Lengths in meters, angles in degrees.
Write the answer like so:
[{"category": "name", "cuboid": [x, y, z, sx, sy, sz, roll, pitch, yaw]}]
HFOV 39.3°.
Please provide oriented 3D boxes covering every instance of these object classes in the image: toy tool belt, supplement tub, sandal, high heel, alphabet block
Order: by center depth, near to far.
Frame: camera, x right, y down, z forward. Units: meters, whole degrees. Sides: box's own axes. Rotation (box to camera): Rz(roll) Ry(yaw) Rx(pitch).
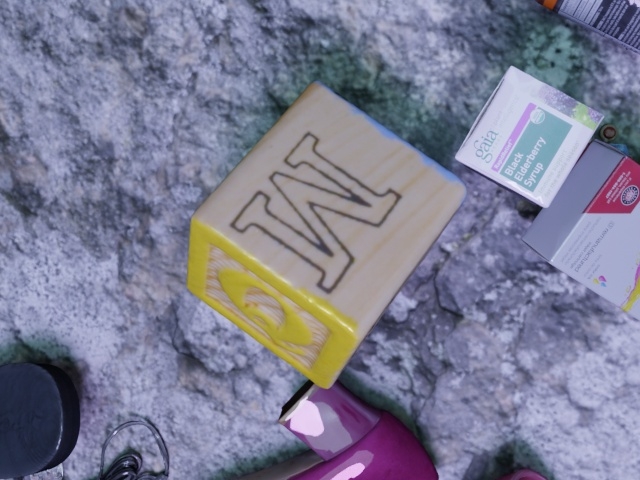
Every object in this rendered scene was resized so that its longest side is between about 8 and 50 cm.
[{"category": "alphabet block", "cuboid": [0.000, 0.000, 0.904, 0.193, 0.192, 0.197, 35, 64, 8]}, {"category": "supplement tub", "cuboid": [0.290, -0.267, 0.909, 0.198, 0.106, 0.106, 30, 99, 7]}, {"category": "toy tool belt", "cuboid": [0.306, -0.083, 0.946, 0.052, 0.051, 0.083, 2, 94, 10]}, {"category": "high heel", "cuboid": [-0.048, 0.330, 1.011, 0.181, 0.127, 0.377, 42, 105, -2]}, {"category": "sandal", "cuboid": [-0.496, 0.235, 1.068, 0.446, 0.107, 0.167, -19, 76, 19]}]

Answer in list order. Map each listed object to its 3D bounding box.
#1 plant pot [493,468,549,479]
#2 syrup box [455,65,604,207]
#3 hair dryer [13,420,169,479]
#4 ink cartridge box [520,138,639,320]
[{"category": "plant pot", "cuboid": [0.177, 0.366, 0.942, 0.180, 0.201, 0.201, -31, 88, 26]}, {"category": "syrup box", "cuboid": [0.198, -0.093, 0.871, 0.096, 0.237, 0.093, 30, 98, 7]}, {"category": "hair dryer", "cuboid": [-0.295, 0.366, 1.075, 0.224, 0.080, 0.293, -2, 94, 11]}, {"category": "ink cartridge box", "cuboid": [0.314, 0.000, 0.904, 0.175, 0.072, 0.127, 30, 100, -20]}]
